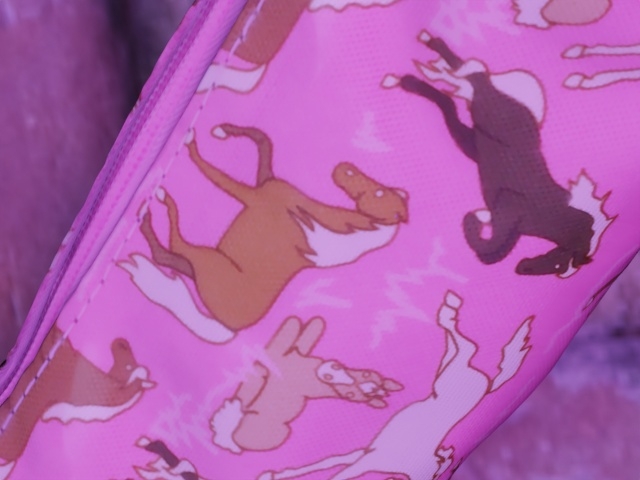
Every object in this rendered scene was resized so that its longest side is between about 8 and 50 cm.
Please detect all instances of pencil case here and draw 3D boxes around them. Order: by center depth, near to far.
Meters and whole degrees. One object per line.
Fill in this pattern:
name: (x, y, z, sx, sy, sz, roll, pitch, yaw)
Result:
pencil case: (0.000, 0.000, 0.535, 0.167, 0.160, 0.386, 37, 117, 10)
